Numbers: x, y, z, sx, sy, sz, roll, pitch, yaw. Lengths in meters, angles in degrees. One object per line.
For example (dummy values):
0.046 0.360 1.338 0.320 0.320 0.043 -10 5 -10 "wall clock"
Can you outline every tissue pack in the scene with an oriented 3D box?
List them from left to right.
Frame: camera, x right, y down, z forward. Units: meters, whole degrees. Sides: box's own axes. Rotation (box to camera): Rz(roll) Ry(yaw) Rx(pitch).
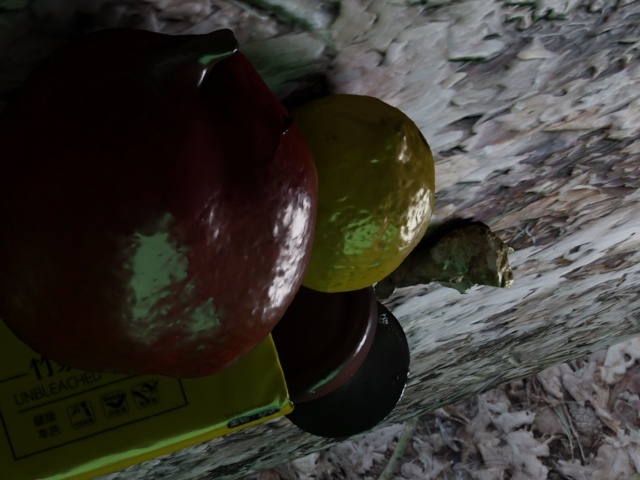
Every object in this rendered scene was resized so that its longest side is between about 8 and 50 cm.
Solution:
-0.242 0.121 1.301 0.381 0.228 0.293 -18 -175 -5 "tissue pack"

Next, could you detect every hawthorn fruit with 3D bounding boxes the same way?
-0.144 -0.028 0.994 0.295 0.295 0.311 -19 160 -1 "hawthorn fruit"

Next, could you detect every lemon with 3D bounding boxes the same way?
0.019 -0.045 1.233 0.188 0.188 0.257 -9 154 -28 "lemon"

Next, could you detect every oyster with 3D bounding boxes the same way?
0.188 0.034 1.802 0.161 0.107 0.232 -12 179 -37 "oyster"

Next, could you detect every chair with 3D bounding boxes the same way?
-0.011 0.126 1.633 0.226 0.227 0.401 -21 162 4 "chair"
